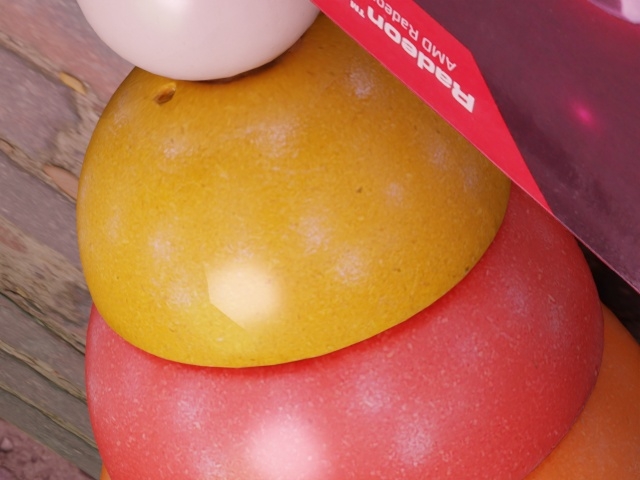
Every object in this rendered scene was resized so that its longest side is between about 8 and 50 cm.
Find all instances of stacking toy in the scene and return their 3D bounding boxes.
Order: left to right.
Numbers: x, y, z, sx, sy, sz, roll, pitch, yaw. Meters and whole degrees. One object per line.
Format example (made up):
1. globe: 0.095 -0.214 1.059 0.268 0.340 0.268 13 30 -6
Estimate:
1. stacking toy: 0.000 0.000 0.944 0.350 0.350 0.480 16 136 36

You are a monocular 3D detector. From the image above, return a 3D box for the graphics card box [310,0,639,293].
1. graphics card box: 0.093 -0.125 0.311 0.233 0.094 0.371 44 153 17
